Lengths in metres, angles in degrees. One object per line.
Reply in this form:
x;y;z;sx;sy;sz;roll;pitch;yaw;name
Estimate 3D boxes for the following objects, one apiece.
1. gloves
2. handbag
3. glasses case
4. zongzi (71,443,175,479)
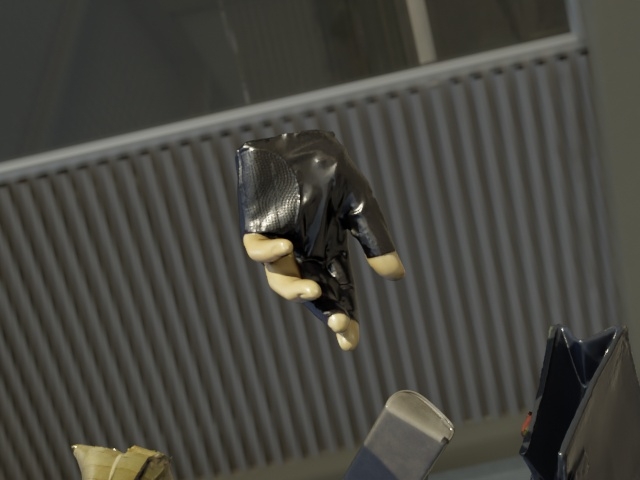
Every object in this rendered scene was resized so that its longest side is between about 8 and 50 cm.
-0.001;-0.002;1.701;0.152;0.197;0.301;89;167;-61;gloves
0.389;0.322;1.955;0.329;0.121;0.303;-57;-44;-43;handbag
0.067;0.227;1.293;0.042;0.072;0.191;-37;-21;-45;glasses case
-0.345;0.396;2.035;0.194;0.197;0.099;-55;-34;-45;zongzi
